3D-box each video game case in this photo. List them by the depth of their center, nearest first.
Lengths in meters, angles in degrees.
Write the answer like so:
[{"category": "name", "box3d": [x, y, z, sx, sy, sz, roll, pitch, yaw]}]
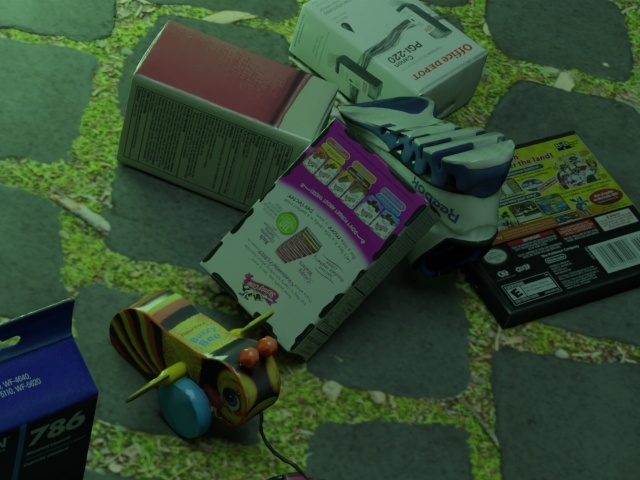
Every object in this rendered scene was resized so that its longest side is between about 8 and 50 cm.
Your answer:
[{"category": "video game case", "box3d": [0.281, -0.020, 2.147, 0.274, 0.035, 0.248, -15, 54, -28]}]

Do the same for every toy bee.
[{"category": "toy bee", "box3d": [-0.097, 0.135, 1.796, 0.298, 0.162, 0.195, 26, 44, 8]}]

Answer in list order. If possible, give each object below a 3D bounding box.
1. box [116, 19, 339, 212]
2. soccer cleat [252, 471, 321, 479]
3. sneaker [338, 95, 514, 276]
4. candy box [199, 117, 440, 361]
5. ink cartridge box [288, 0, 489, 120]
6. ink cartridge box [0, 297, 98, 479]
[{"category": "box", "box3d": [-0.114, -0.144, 2.060, 0.232, 0.149, 0.127, 22, 44, 2]}, {"category": "soccer cleat", "box3d": [-0.120, 0.339, 1.646, 0.331, 0.116, 0.143, -18, 71, -27]}, {"category": "sneaker", "box3d": [0.121, -0.059, 2.035, 0.127, 0.182, 0.315, -10, 23, -24]}, {"category": "candy box", "box3d": [0.000, 0.000, 1.924, 0.233, 0.071, 0.159, -46, 67, 1]}, {"category": "ink cartridge box", "box3d": [0.092, -0.254, 2.268, 0.218, 0.092, 0.158, 41, 50, 19]}, {"category": "ink cartridge box", "box3d": [-0.297, 0.206, 1.544, 0.165, 0.333, 0.065, -21, 54, -31]}]
